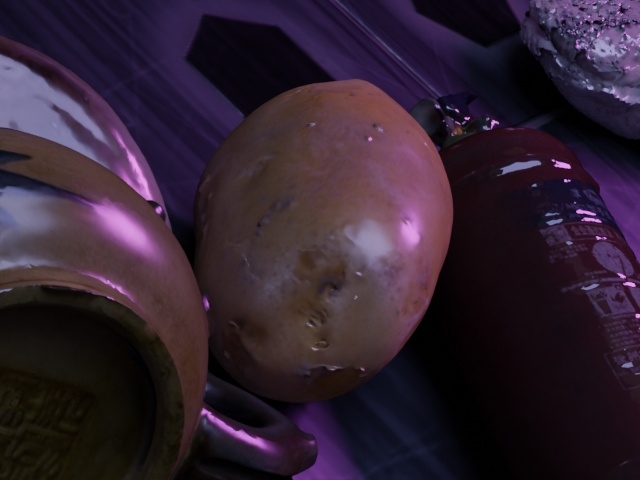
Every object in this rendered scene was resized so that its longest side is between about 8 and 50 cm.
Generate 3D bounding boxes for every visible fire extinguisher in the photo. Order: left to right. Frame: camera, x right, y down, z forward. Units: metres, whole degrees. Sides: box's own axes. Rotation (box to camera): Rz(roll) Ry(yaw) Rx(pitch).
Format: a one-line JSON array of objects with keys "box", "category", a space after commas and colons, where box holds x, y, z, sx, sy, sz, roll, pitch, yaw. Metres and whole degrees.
[{"box": [0.116, 0.036, 0.896, 0.138, 0.102, 0.344, 30, 28, -47], "category": "fire extinguisher"}]

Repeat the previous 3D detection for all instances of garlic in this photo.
[{"box": [-0.139, -0.031, 0.794, 0.195, 0.087, 0.101, 30, 50, -10], "category": "garlic"}]

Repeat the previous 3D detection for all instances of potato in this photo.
[{"box": [0.000, 0.000, 0.829, 0.118, 0.109, 0.178, 2, 36, 3], "category": "potato"}]

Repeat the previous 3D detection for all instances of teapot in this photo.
[{"box": [-0.127, 0.037, 0.673, 0.269, 0.173, 0.182, 17, 13, -35], "category": "teapot"}]

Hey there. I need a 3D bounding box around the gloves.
[{"box": [0.194, -0.115, 1.140, 0.153, 0.070, 0.114, 20, 39, -14], "category": "gloves"}]
